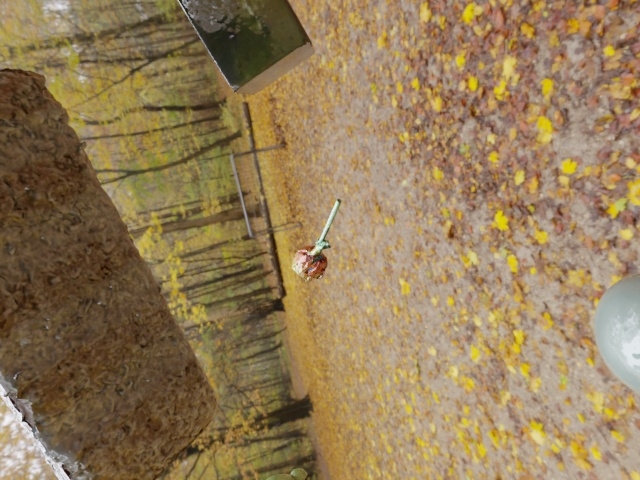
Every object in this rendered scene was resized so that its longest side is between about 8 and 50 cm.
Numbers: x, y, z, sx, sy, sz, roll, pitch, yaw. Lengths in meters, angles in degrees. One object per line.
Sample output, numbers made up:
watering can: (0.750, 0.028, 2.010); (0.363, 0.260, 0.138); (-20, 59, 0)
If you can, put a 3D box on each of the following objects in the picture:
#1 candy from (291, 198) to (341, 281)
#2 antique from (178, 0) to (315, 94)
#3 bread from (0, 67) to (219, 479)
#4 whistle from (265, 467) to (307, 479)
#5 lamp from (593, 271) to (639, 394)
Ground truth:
candy: (0.000, 0.000, 0.670); (0.201, 0.060, 0.061); (116, 141, -53)
antique: (-0.095, -0.244, 0.365); (0.221, 0.080, 0.081); (57, -169, -15)
bread: (-0.250, 0.060, 0.406); (0.113, 0.165, 0.417); (-2, 117, 42)
whistle: (-0.072, 0.388, 0.569); (0.085, 0.105, 0.227); (35, -176, 12)
lamp: (0.479, 0.099, 0.557); (0.198, 0.197, 0.244); (-119, 39, -54)
